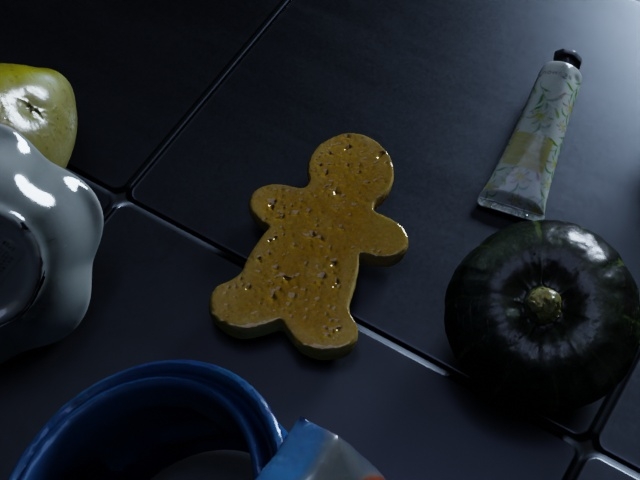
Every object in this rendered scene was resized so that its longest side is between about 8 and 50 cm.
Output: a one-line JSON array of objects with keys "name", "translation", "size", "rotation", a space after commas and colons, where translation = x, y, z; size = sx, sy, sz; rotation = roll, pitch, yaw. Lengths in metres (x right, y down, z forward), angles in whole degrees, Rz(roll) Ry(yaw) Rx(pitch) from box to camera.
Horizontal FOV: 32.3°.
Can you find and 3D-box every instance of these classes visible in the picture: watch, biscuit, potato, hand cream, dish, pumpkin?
[{"name": "watch", "translation": [-0.106, 0.257, 0.800], "size": [0.275, 0.241, 0.305], "rotation": [15, 61, 30]}, {"name": "biscuit", "translation": [0.000, 0.001, 1.038], "size": [0.158, 0.035, 0.240], "rotation": [21, 62, 11]}, {"name": "potato", "translation": [-0.309, -0.097, 1.050], "size": [0.157, 0.157, 0.194], "rotation": [15, 37, 11]}, {"name": "hand cream", "translation": [0.217, -0.107, 1.094], "size": [0.067, 0.042, 0.194], "rotation": [19, 65, 12]}, {"name": "dish", "translation": [-0.293, 0.016, 0.940], "size": [0.230, 0.229, 0.081], "rotation": [-21, 18, -11]}, {"name": "pumpkin", "translation": [0.191, 0.063, 0.942], "size": [0.167, 0.125, 0.167], "rotation": [5, 59, -8]}]
